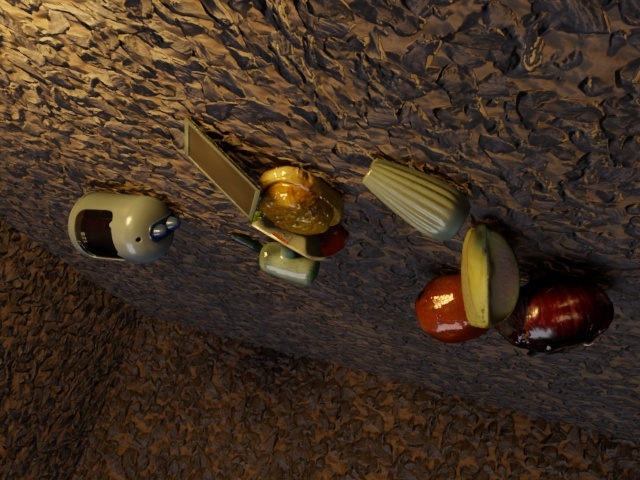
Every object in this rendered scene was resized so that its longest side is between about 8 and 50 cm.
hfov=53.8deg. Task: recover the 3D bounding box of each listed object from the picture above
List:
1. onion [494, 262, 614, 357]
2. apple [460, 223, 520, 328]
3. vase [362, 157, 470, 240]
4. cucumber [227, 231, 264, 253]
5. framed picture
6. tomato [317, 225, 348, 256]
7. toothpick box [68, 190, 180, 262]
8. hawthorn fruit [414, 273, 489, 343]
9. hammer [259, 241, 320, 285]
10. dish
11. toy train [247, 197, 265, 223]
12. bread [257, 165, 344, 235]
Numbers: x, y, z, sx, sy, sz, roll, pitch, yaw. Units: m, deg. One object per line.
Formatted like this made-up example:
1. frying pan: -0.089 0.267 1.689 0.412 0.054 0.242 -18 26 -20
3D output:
1. onion: 0.606 0.182 1.667 0.313 0.233 0.314 -10 165 -3
2. apple: 0.425 0.087 1.607 0.119 0.265 0.193 -2 -177 -9
3. vase: 0.214 -0.101 1.443 0.248 0.128 0.128 30 158 -3
4. cucumber: -0.244 0.011 2.214 0.184 0.033 0.036 30 131 -27
5. framed picture: -0.257 -0.182 1.640 0.274 0.017 0.217 45 158 3
6. tomato: 0.000 0.000 1.902 0.159 0.091 0.139 7 158 22
7. toothpick box: -0.652 -0.049 2.169 0.354 0.263 0.263 5 154 31
8. hawthorn fruit: 0.431 0.194 1.872 0.299 0.212 0.211 -18 139 41
9. hammer: -0.105 0.023 2.042 0.206 0.119 0.336 14 152 8
10. dish: -0.066 -0.012 1.799 0.234 0.064 0.154 30 -174 18
11. toy train: -0.166 -0.100 1.853 0.085 0.053 0.250 27 158 -4
12. bread: -0.053 -0.102 1.659 0.236 0.120 0.198 33 153 -33
